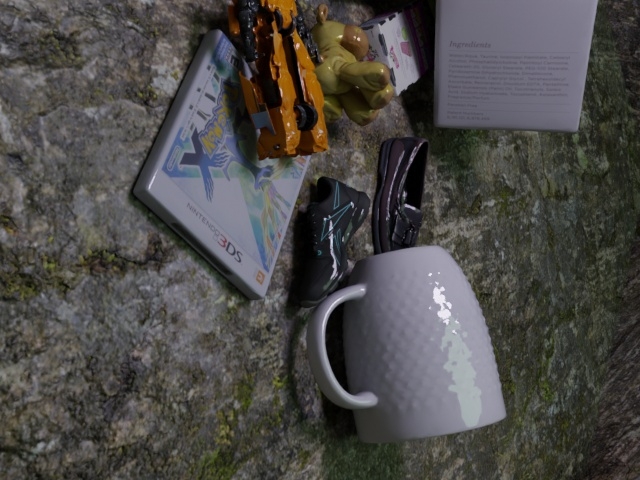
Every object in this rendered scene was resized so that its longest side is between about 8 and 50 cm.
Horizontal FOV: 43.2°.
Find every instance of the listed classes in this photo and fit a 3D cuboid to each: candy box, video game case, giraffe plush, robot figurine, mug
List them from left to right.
[{"bbox_3d":[-0.137,-0.119,1.300,0.300,0.036,0.329,48,47,-41],"label":"video game case"},{"bbox_3d":[-0.072,-0.280,1.318,0.211,0.085,0.291,-15,92,-61],"label":"robot figurine"},{"bbox_3d":[0.031,-0.336,1.512,0.210,0.181,0.170,13,58,-19],"label":"giraffe plush"},{"bbox_3d":[0.137,0.188,1.474,0.374,0.276,0.328,-4,80,-36],"label":"mug"},{"bbox_3d":[0.165,-0.420,1.772,0.233,0.071,0.159,-44,122,-51],"label":"candy box"}]

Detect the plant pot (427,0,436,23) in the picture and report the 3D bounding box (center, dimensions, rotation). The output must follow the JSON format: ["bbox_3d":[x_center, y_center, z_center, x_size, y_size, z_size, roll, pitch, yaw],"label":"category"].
[{"bbox_3d":[0.412,-0.631,2.054,0.228,0.227,0.207,59,33,-31],"label":"plant pot"}]

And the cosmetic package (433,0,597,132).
[{"bbox_3d":[0.429,-0.492,1.804,0.329,0.327,0.393,-72,163,-48],"label":"cosmetic package"}]

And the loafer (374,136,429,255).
[{"bbox_3d":[0.177,-0.081,1.709,0.109,0.095,0.302,24,65,-52],"label":"loafer"}]

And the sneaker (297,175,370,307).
[{"bbox_3d":[0.000,0.000,1.457,0.106,0.101,0.267,36,53,-21],"label":"sneaker"}]
